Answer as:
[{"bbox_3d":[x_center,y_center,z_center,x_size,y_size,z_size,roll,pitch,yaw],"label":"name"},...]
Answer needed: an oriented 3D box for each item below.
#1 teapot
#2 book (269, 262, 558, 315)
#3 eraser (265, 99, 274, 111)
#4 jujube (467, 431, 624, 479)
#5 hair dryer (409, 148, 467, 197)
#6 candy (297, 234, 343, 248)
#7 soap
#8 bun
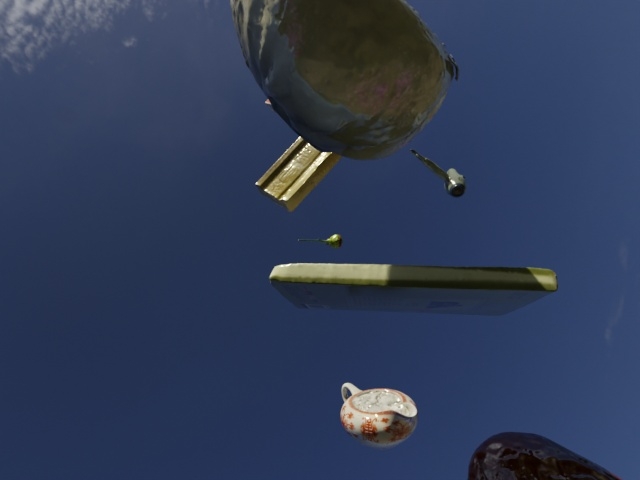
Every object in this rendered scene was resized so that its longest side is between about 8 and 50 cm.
[{"bbox_3d":[0.116,0.366,0.856,0.159,0.245,0.116,-22,-77,-34],"label":"teapot"},{"bbox_3d":[0.119,0.080,0.606,0.351,0.239,0.035,0,-109,8],"label":"book"},{"bbox_3d":[-0.014,-0.379,0.930,0.230,0.157,0.038,-47,-54,-2],"label":"eraser"},{"bbox_3d":[0.361,0.403,0.620,0.189,0.255,0.190,3,-93,-53],"label":"jujube"},{"bbox_3d":[0.354,-0.212,1.209,0.199,0.167,0.067,41,-64,5],"label":"hair dryer"},{"bbox_3d":[0.000,0.000,1.081,0.122,0.035,0.035,3,-47,7],"label":"candy"},{"bbox_3d":[-0.008,-0.170,0.769,0.252,0.092,0.037,-49,-34,-11],"label":"soap"},{"bbox_3d":[0.012,-0.195,0.451,0.272,0.273,0.168,31,-75,-23],"label":"bun"}]
